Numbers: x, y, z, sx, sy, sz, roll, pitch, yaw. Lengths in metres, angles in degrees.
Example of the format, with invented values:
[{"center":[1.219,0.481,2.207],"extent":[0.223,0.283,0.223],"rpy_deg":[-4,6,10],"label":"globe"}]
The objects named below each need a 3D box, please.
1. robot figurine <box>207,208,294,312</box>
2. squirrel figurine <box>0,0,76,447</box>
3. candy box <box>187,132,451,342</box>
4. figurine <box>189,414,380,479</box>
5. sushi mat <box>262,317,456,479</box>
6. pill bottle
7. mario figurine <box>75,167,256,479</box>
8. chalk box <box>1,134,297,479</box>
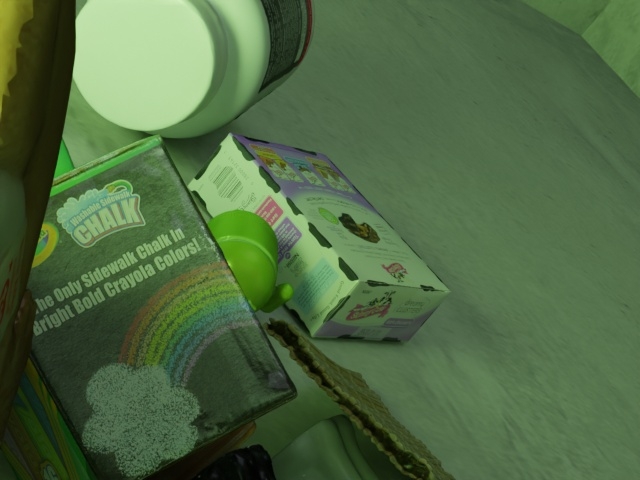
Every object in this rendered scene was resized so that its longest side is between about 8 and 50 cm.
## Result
[{"center":[-0.068,0.018,1.377],"extent":[0.101,0.067,0.115],"rpy_deg":[34,20,-14],"label":"robot figurine"},{"center":[-0.315,-0.006,0.735],"extent":[0.370,0.281,0.397],"rpy_deg":[14,-18,-1],"label":"squirrel figurine"},{"center":[0.000,0.000,1.542],"extent":[0.196,0.070,0.165],"rpy_deg":[49,21,27],"label":"candy box"},{"center":[0.015,0.225,1.062],"extent":[0.209,0.092,0.215],"rpy_deg":[53,21,13],"label":"figurine"},{"center":[0.042,0.130,1.244],"extent":[0.151,0.019,0.316],"rpy_deg":[46,-1,14],"label":"sushi mat"},{"center":[-0.119,-0.193,1.589],"extent":[0.176,0.176,0.318],"rpy_deg":[40,18,0],"label":"pill bottle"},{"center":[-0.185,0.030,1.116],"extent":[0.320,0.170,0.198],"rpy_deg":[49,-18,-3],"label":"mario figurine"},{"center":[-0.135,0.033,0.960],"extent":[0.132,0.132,0.213],"rpy_deg":[-27,87,-28],"label":"chalk box"}]
